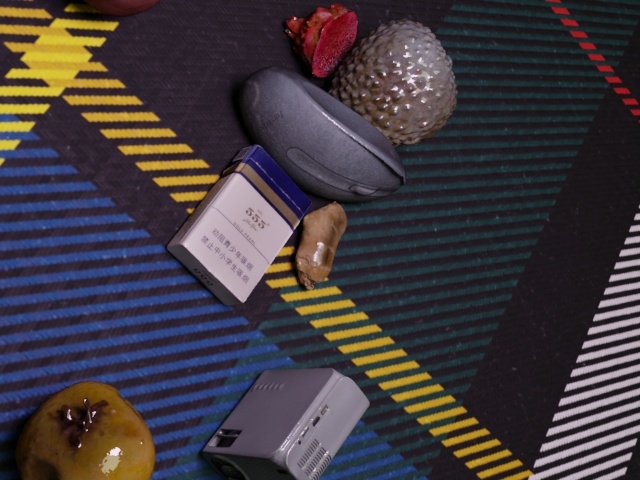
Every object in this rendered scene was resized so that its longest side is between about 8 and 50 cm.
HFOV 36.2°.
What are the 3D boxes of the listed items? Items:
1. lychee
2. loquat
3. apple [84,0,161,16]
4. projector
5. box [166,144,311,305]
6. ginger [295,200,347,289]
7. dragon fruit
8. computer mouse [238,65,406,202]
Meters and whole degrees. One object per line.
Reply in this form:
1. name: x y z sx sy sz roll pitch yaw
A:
1. lychee: 0.142 -0.305 1.938 0.274 0.255 0.255 -20 96 -8
2. loquat: -0.355 0.322 1.481 0.213 0.213 0.213 7 79 -36
3. apple: -0.351 -0.511 1.580 0.306 0.306 0.235 31 74 -30
4. projector: -0.061 0.326 1.677 0.108 0.250 0.198 52 56 -20
5. box: -0.142 -0.030 1.786 0.168 0.071 0.259 47 58 -22
6. ginger: 0.000 0.001 1.891 0.095 0.069 0.190 54 48 -56
7. dragon fruit: -0.005 -0.413 1.944 0.111 0.153 0.153 36 53 19
8. computer mouse: -0.002 -0.173 1.844 0.374 0.203 0.114 36 46 -19
